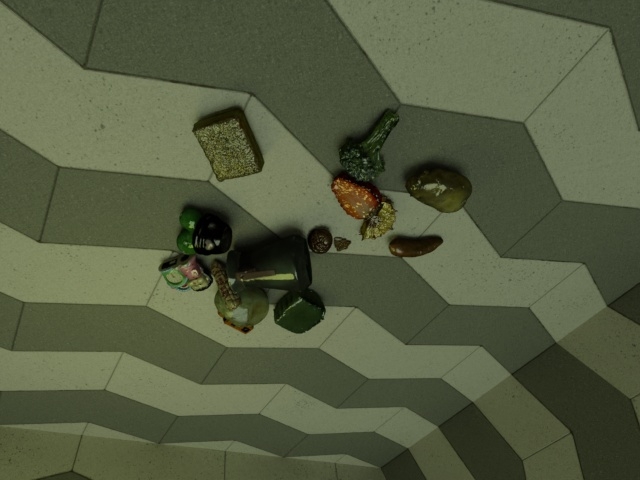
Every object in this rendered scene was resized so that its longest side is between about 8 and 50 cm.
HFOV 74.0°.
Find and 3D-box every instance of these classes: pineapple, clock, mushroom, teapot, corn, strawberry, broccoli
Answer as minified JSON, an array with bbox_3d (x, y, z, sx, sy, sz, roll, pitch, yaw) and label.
[{"bbox_3d":[0.272,-0.088,1.879,0.134,0.080,0.233,11,128,-22],"label":"pineapple"},{"bbox_3d":[-0.604,0.158,1.922,0.193,0.100,0.196,-19,129,12],"label":"clock"},{"bbox_3d":[-0.365,0.313,2.031,0.189,0.164,0.267,-42,110,9],"label":"mushroom"},{"bbox_3d":[-0.220,0.120,1.842,0.343,0.300,0.254,-10,94,5],"label":"teapot"},{"bbox_3d":[-0.432,0.204,1.923,0.079,0.237,0.079,-29,169,-6],"label":"corn"},{"bbox_3d":[0.155,-0.201,1.749,0.236,0.111,0.190,42,140,-16],"label":"strawberry"},{"bbox_3d":[0.000,0.005,1.904,0.109,0.085,0.126,8,123,-16],"label":"mushroom"},{"bbox_3d":[0.212,-0.337,1.615,0.274,0.177,0.199,-38,122,5],"label":"broccoli"}]

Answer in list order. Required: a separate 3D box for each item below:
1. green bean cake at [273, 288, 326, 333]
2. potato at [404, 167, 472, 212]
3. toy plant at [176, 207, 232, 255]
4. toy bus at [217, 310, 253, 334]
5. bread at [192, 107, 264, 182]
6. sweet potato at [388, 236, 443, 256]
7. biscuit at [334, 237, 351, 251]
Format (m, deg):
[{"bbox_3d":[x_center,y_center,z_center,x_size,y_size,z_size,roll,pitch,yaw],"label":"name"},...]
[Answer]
[{"bbox_3d":[-0.102,0.360,2.172,0.227,0.125,0.222,-41,123,21],"label":"green bean cake"},{"bbox_3d":[0.493,-0.216,1.769,0.295,0.142,0.192,11,144,-20],"label":"potato"},{"bbox_3d":[-0.489,-0.023,1.751,0.234,0.175,0.218,16,124,13],"label":"toy plant"},{"bbox_3d":[-0.431,0.400,2.167,0.083,0.088,0.194,-38,126,20],"label":"toy bus"},{"bbox_3d":[-0.324,-0.343,1.531,0.184,0.111,0.234,-14,130,6],"label":"bread"},{"bbox_3d":[0.449,0.031,2.012,0.291,0.098,0.098,-4,132,-18],"label":"sweet potato"},{"bbox_3d":[0.096,0.014,1.977,0.082,0.016,0.092,-32,130,18],"label":"biscuit"}]
